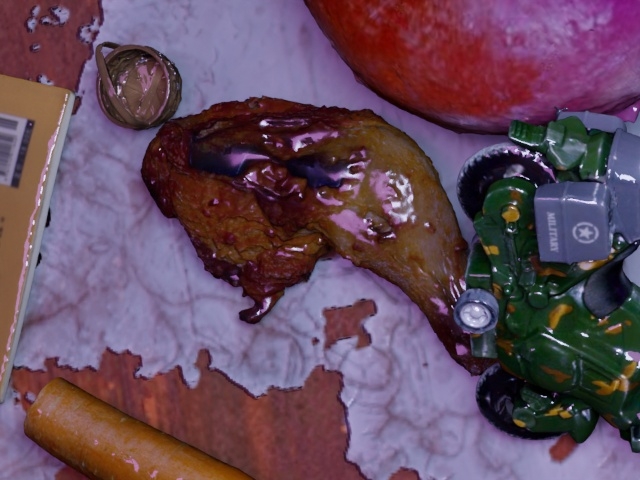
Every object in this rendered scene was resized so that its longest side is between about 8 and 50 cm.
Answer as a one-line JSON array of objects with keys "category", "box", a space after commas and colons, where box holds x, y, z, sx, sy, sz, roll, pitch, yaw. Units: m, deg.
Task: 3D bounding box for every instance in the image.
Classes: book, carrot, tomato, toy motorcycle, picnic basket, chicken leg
[{"category": "book", "box": [-0.405, -0.036, 1.389, 0.389, 0.032, 0.269, 15, 92, 18]}, {"category": "carrot", "box": [-0.126, 0.180, 1.275, 0.225, 0.067, 0.067, 27, 97, 19]}, {"category": "tomato", "box": [0.101, -0.215, 1.103, 0.290, 0.176, 0.335, -30, 81, 19]}, {"category": "toy motorcycle", "box": [0.186, 0.039, 1.100, 0.187, 0.124, 0.274, 1, 128, 16]}, {"category": "picnic basket", "box": [-0.147, -0.120, 1.276, 0.072, 0.083, 0.072, -1, 88, 19]}, {"category": "chicken leg", "box": [0.005, -0.012, 1.234, 0.322, 0.083, 0.177, 12, 101, 20]}]
